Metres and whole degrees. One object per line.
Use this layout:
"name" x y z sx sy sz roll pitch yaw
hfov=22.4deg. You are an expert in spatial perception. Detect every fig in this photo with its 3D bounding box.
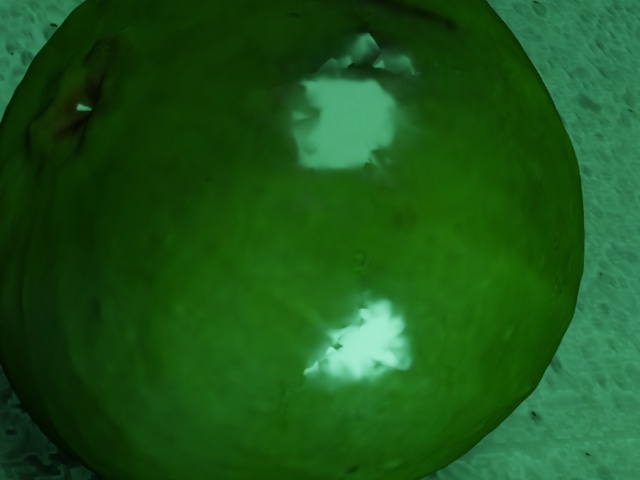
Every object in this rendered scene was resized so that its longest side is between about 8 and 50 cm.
"fig" 0.000 0.000 0.795 0.316 0.316 0.316 16 40 -14
